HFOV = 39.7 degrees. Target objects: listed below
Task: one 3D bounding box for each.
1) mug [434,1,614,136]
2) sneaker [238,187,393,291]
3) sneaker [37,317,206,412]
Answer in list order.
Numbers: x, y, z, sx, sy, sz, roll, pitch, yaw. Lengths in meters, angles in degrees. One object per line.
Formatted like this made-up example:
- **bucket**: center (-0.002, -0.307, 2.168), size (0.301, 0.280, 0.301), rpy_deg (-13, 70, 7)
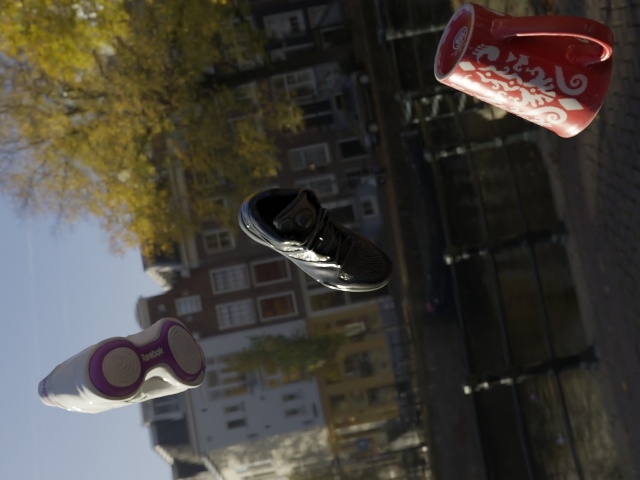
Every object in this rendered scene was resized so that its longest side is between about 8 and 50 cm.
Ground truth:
- **mug**: center (0.230, -0.208, 0.986), size (0.113, 0.169, 0.150), rpy_deg (-90, 22, -48)
- **sneaker**: center (0.000, 0.000, 1.180), size (0.087, 0.227, 0.130), rpy_deg (-61, 6, -9)
- **sneaker**: center (-0.291, 0.190, 1.336), size (0.305, 0.152, 0.114), rpy_deg (4, -114, -63)
